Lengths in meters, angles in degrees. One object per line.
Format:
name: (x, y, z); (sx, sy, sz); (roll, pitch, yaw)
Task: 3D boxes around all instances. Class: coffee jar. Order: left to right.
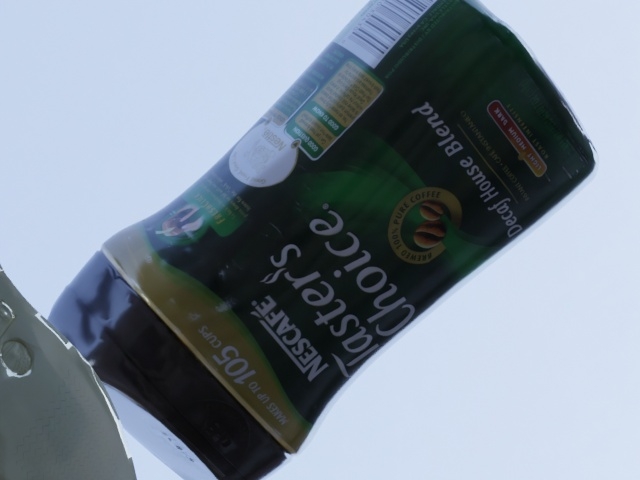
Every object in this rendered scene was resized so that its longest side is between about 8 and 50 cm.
coffee jar: (0.000, 0.000, 0.667); (0.184, 0.079, 0.096); (-43, -53, -2)

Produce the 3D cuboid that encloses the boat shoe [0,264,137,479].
boat shoe: (-0.095, 0.039, 0.526); (0.042, 0.049, 0.133); (-22, -71, 38)
